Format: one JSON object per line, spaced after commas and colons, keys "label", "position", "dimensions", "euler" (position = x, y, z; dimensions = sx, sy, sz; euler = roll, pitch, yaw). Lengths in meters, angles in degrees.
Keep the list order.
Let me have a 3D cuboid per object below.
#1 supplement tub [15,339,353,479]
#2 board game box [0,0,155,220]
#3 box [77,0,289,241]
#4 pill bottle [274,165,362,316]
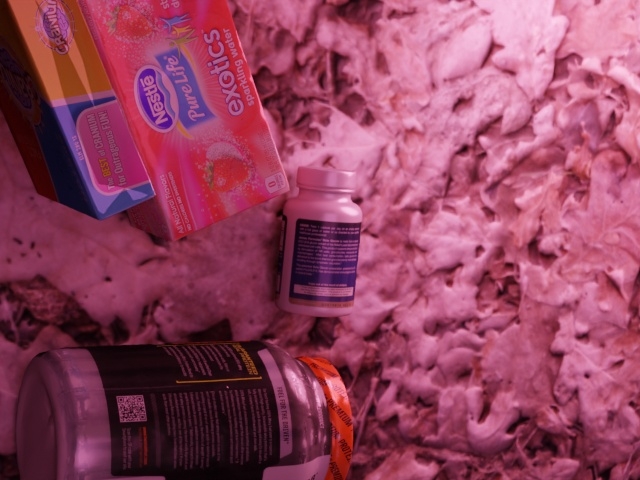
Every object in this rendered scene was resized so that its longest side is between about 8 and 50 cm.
{"label": "supplement tub", "position": [-0.149, 0.215, 1.615], "dimensions": [0.338, 0.207, 0.207], "euler": [0, 97, -26]}
{"label": "board game box", "position": [-0.286, -0.187, 1.470], "dimensions": [0.064, 0.242, 0.316], "euler": [-27, 108, -19]}
{"label": "box", "position": [-0.169, -0.168, 1.586], "dimensions": [0.154, 0.142, 0.300], "euler": [-24, 107, -21]}
{"label": "pill bottle", "position": [0.000, 0.000, 1.721], "dimensions": [0.094, 0.094, 0.169], "euler": [3, 96, -27]}
